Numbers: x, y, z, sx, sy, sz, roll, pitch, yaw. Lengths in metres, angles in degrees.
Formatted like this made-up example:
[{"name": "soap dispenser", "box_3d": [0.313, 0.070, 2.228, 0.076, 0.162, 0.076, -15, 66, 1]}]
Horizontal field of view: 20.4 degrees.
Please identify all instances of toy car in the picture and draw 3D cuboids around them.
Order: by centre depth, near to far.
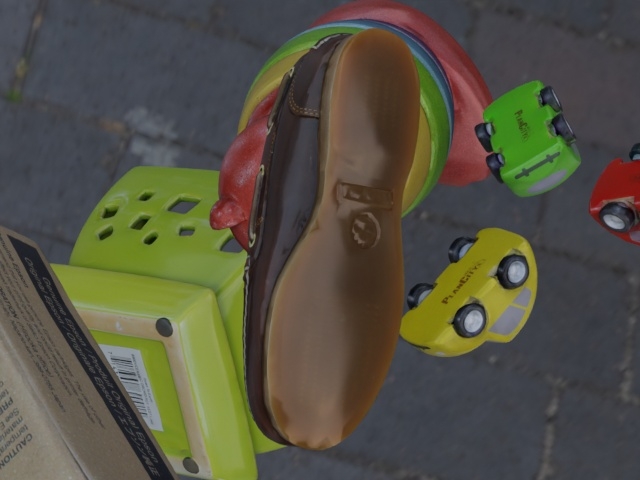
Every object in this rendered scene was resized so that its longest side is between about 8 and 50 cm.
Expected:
[{"name": "toy car", "box_3d": [0.154, -0.030, 1.171, 0.053, 0.239, 0.225, 52, 17, -30]}]

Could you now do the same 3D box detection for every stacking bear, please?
[{"name": "stacking bear", "box_3d": [0.012, -0.063, 1.265, 0.289, 0.175, 0.164, -54, 130, -65]}]

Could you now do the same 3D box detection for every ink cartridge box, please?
[{"name": "ink cartridge box", "box_3d": [-0.191, 0.130, 0.808, 0.235, 0.088, 0.193, -44, 56, 12]}]

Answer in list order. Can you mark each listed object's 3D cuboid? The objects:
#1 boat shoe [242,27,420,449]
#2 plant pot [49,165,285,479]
[{"name": "boat shoe", "box_3d": [0.000, 0.000, 0.868, 0.073, 0.073, 0.207, 21, 74, -31]}, {"name": "plant pot", "box_3d": [-0.115, 0.082, 1.585, 0.227, 0.228, 0.207, 7, 31, 32]}]
